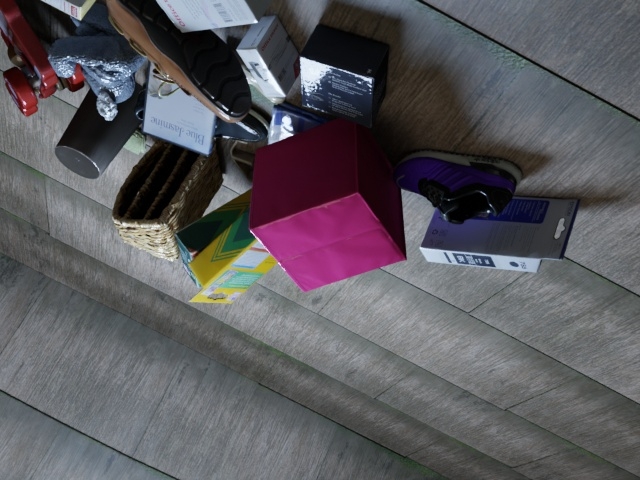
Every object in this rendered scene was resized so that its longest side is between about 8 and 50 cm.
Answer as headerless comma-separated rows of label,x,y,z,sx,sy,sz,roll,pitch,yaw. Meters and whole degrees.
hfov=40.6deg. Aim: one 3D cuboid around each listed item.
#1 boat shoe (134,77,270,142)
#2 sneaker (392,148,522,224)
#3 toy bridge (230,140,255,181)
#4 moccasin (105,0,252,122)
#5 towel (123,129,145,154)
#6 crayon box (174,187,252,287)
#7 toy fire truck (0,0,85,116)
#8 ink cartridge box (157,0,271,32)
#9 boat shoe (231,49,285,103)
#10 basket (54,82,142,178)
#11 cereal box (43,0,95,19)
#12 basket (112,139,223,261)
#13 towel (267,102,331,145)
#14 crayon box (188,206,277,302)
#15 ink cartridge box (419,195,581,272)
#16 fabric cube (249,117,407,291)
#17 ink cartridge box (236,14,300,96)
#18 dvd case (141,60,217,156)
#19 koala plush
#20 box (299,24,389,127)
boat shoe,-0.289,-0.285,2.060,0.340,0.113,0.127,23,152,5
sneaker,0.273,-0.107,1.864,0.293,0.146,0.102,6,147,33
toy bridge,-0.196,-0.213,2.206,0.063,0.026,0.188,20,153,16
moccasin,-0.300,-0.387,1.815,0.380,0.139,0.147,38,153,-5
towel,-0.544,-0.292,2.359,0.148,0.027,0.110,25,154,-2
crayon box,-0.212,-0.027,2.242,0.081,0.318,0.202,50,162,21
toy fire truck,-0.698,-0.451,2.063,0.254,0.169,0.302,61,164,-10
ink cartridge box,-0.218,-0.492,1.658,0.212,0.093,0.154,2,144,36
boat shoe,-0.136,-0.367,1.856,0.170,0.063,0.059,35,129,-1
basket,-0.551,-0.280,2.168,0.204,0.227,0.154,-6,140,44
cereal box,-0.540,-0.562,1.720,0.240,0.173,0.047,26,152,-3
basket,-0.408,-0.139,2.217,0.213,0.299,0.223,23,156,11
towel,-0.035,-0.188,2.047,0.209,0.034,0.285,22,141,6
crayon box,-0.182,0.027,2.149,0.083,0.323,0.203,55,-162,20
ink cartridge box,0.397,-0.019,1.896,0.332,0.165,0.065,6,147,36
fabric cube,0.021,-0.082,1.919,0.258,0.254,0.259,-19,135,20
ink cartridge box,-0.100,-0.374,1.759,0.056,0.099,0.135,6,146,35
dvd case,-0.315,-0.332,1.966,0.180,0.022,0.253,20,122,11
koala plush,-0.477,-0.391,1.960,0.203,0.196,0.221,12,148,4
box,0.048,-0.326,1.725,0.156,0.093,0.158,20,153,12
